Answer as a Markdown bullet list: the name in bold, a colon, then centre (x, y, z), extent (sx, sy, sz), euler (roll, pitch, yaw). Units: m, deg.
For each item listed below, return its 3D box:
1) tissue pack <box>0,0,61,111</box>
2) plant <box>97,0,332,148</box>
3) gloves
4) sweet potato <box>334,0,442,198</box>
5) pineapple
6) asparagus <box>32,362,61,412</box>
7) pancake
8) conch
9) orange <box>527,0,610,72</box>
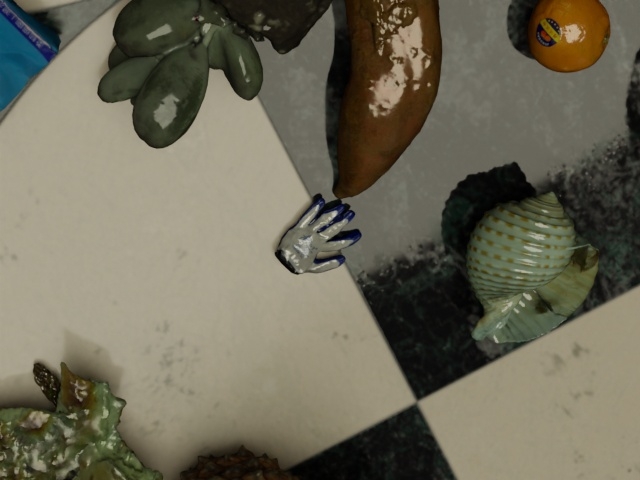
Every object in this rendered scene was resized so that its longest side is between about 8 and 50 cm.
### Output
- **tissue pack**: centre (-0.392, -0.191, 1.470), extent (0.209, 0.137, 0.270), euler (-43, 106, 6)
- **plant**: centre (-0.088, -0.210, 1.502), extent (0.149, 0.146, 0.274), euler (37, 105, -22)
- **gloves**: centre (0.000, 0.000, 1.626), extent (0.086, 0.026, 0.064), euler (-45, 106, 0)
- **sweet potato**: centre (0.069, -0.200, 1.547), extent (0.095, 0.106, 0.355), euler (-6, 108, -40)
- **pineapple**: centre (-0.083, 0.284, 1.598), extent (0.166, 0.193, 0.166), euler (0, 96, -3)
- **asparagus**: centre (-0.230, 0.230, 1.655), extent (0.024, 0.025, 0.249), euler (-7, 110, 39)
- **pancake**: centre (-0.362, 0.276, 1.606), extent (0.426, 0.067, 0.305), euler (-4, 104, 3)
- **conch**: centre (0.201, 0.021, 1.617), extent (0.135, 0.102, 0.153), euler (10, 136, -20)
- **orange**: centre (0.235, -0.199, 1.575), extent (0.083, 0.083, 0.084), euler (-2, 104, -7)
